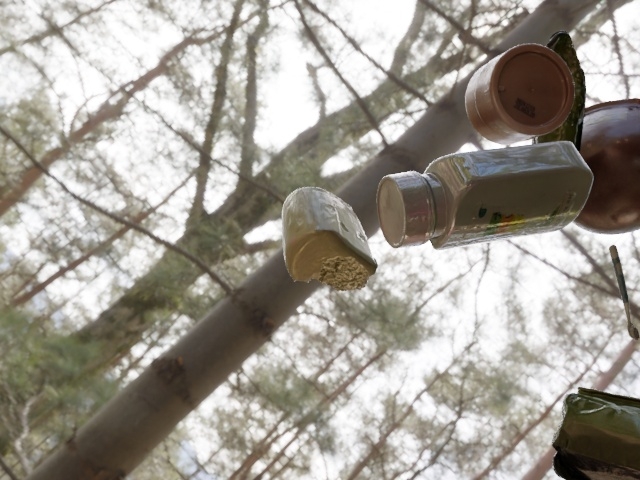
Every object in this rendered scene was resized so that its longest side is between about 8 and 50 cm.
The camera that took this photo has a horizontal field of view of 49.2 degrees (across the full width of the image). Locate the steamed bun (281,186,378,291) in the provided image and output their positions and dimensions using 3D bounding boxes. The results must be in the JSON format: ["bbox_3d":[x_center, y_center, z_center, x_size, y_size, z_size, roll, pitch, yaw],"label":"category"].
[{"bbox_3d":[0.000,0.000,1.530,0.200,0.170,0.226,30,29,-28],"label":"steamed bun"}]

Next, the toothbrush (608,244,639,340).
[{"bbox_3d":[0.718,0.127,1.649,0.276,0.019,0.025,66,-5,-25],"label":"toothbrush"}]

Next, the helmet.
[{"bbox_3d":[0.713,-0.152,1.664,0.384,0.230,0.338,-11,-76,31],"label":"helmet"}]

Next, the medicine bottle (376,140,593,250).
[{"bbox_3d":[0.237,-0.060,1.024,0.161,0.296,0.111,105,-28,-50],"label":"medicine bottle"}]

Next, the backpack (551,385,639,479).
[{"bbox_3d":[0.441,0.304,0.958,0.207,0.140,0.253,6,-24,43],"label":"backpack"}]

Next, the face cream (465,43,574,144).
[{"bbox_3d":[0.328,-0.239,1.157,0.149,0.149,0.104,52,-10,-6],"label":"face cream"}]

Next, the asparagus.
[{"bbox_3d":[0.504,-0.242,1.485,0.108,0.128,0.382,8,-49,19],"label":"asparagus"}]
